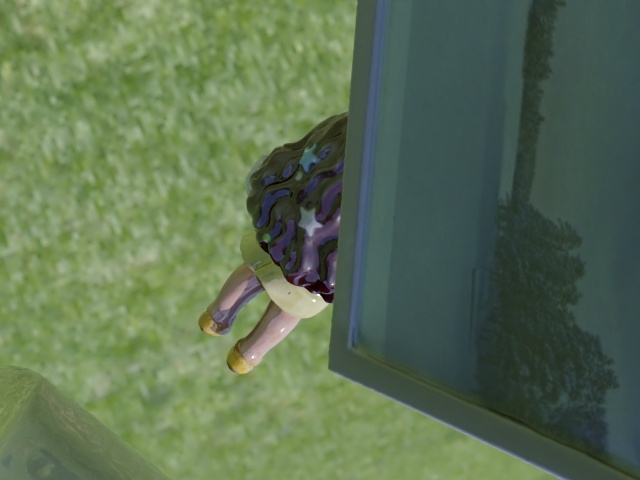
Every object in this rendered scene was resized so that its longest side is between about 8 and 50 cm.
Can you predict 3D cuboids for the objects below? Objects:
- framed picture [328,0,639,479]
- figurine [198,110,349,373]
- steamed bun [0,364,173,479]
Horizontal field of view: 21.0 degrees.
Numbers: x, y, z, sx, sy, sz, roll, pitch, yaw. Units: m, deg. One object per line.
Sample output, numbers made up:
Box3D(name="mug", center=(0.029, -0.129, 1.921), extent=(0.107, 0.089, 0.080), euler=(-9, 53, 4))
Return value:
Box3D(name="framed picture", center=(0.087, -0.052, 0.668), extent=(0.016, 0.289, 0.213), euler=(-11, -157, -41))
Box3D(name="figurine", center=(0.000, -0.001, 1.236), extent=(0.116, 0.175, 0.240), euler=(-31, 165, -47))
Box3D(name="steamed bun", center=(-0.239, 0.329, 1.570), extent=(0.290, 0.371, 0.456), euler=(-51, -171, -14))
